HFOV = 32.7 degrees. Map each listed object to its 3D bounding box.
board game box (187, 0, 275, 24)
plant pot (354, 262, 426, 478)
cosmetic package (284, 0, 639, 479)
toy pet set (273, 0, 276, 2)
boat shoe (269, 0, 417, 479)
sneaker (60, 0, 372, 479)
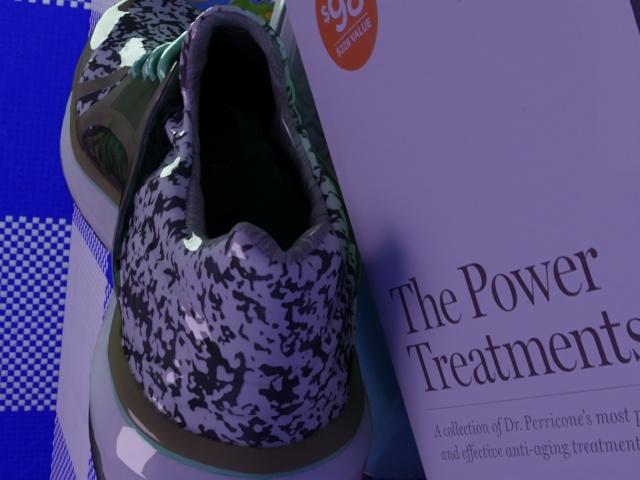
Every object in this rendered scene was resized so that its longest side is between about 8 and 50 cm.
[{"bbox_3d":[-0.086,-0.342,1.173,0.275,0.142,0.144,122,145,-51],"label":"board game box"},{"bbox_3d":[0.114,-0.006,0.606,0.166,0.165,0.234,-111,37,-46],"label":"plant pot"},{"bbox_3d":[0.129,-0.071,0.326,0.377,0.097,0.285,-24,80,59],"label":"cosmetic package"},{"bbox_3d":[0.009,-0.232,1.063,0.114,0.065,0.122,29,124,28],"label":"toy pet set"},{"bbox_3d":[0.000,0.000,0.853,0.156,0.186,0.500,25,116,54],"label":"boat shoe"},{"bbox_3d":[-0.046,-0.051,0.567,0.410,0.158,0.182,-111,30,-47],"label":"sneaker"}]
